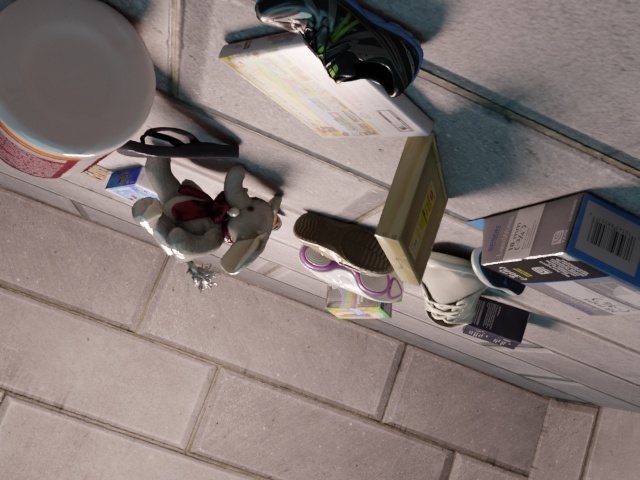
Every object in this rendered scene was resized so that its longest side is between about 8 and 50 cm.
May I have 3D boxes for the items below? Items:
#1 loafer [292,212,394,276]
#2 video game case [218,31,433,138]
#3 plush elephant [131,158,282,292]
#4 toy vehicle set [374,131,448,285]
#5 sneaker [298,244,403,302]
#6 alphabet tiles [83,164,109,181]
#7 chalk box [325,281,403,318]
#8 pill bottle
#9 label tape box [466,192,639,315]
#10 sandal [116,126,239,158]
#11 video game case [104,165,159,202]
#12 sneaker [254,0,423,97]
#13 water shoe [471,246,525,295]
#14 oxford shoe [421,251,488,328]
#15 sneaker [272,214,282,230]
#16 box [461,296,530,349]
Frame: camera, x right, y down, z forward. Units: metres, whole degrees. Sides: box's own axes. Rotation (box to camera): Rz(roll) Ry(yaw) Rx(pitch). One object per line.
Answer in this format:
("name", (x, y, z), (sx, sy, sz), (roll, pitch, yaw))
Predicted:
("loafer", (0.064, 0.010, 1.572), (0.269, 0.101, 0.092), (26, 172, 20))
("video game case", (0.008, -0.201, 0.881), (0.206, 0.026, 0.227), (7, 164, 46))
("plush elephant", (-0.221, -0.053, 1.450), (0.271, 0.256, 0.329), (-96, -17, -61))
("toy vehicle set", (0.149, -0.040, 1.025), (0.035, 0.165, 0.267), (16, 167, 19))
("sneaker", (0.087, 0.082, 1.824), (0.305, 0.114, 0.152), (25, 171, 3))
("alphabet tiles", (-0.734, -0.237, 1.970), (0.198, 0.009, 0.237), (25, 167, -19))
("chalk box", (0.138, 0.151, 1.914), (0.213, 0.132, 0.132), (-2, 160, 20))
("pill bottle", (-0.415, -0.216, 1.028), (0.224, 0.224, 0.392), (26, 166, -26))
("label tape box", (0.410, 0.038, 1.095), (0.241, 0.105, 0.334), (24, 167, -13))
("sandal", (-0.263, -0.179, 1.208), (0.097, 0.054, 0.255), (6, -172, 41))
("video game case", (-0.462, -0.125, 1.899), (0.244, 0.061, 0.270), (26, 166, -32))
("sneaker", (0.018, -0.210, 0.695), (0.188, 0.078, 0.067), (23, 168, -10))
("water shoe", (0.359, 0.069, 1.395), (0.080, 0.072, 0.203), (10, 164, 47))
("oxford shoe", (0.317, 0.130, 1.609), (0.169, 0.130, 0.449), (18, 167, 17))
("sneaker", (-0.198, -0.058, 1.721), (0.215, 0.084, 0.083), (13, 171, 27))
("box", (0.492, 0.234, 1.858), (0.158, 0.093, 0.156), (18, 168, 13))
